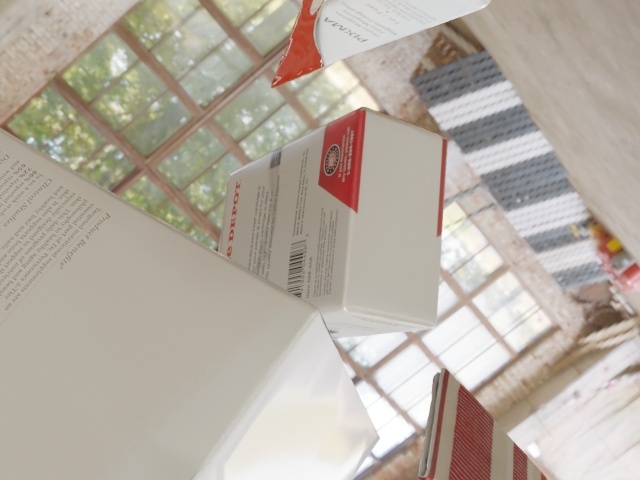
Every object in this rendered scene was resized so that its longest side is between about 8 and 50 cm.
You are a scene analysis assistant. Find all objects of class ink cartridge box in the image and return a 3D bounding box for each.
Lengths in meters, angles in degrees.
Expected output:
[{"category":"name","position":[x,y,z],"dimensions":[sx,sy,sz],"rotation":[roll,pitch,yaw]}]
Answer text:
[{"category":"ink cartridge box","position":[0.035,-0.203,0.518],"dimensions":[0.066,0.189,0.232],"rotation":[28,165,-32]},{"category":"ink cartridge box","position":[0.000,0.000,0.903],"dimensions":[0.114,0.197,0.273],"rotation":[15,163,-31]}]

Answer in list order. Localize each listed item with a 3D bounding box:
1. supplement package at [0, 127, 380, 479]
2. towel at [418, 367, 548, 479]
[{"category":"supplement package","position":[-0.138,0.099,0.501],"dimensions":[0.263,0.199,0.198],"rotation":[28,160,26]},{"category":"towel","position":[0.249,0.357,1.171],"dimensions":[0.329,0.037,0.237],"rotation":[48,-153,-13]}]
